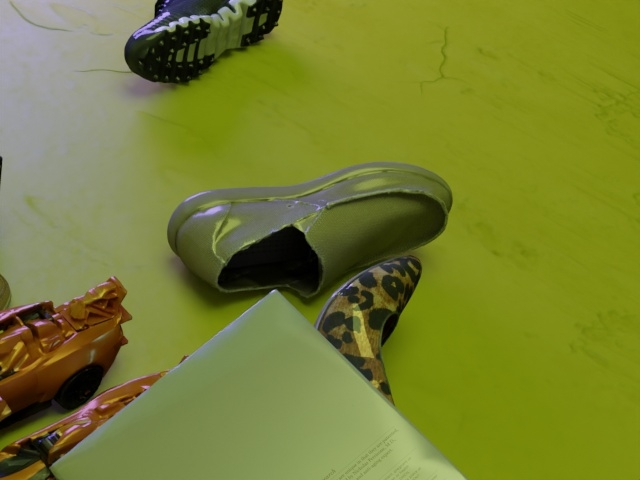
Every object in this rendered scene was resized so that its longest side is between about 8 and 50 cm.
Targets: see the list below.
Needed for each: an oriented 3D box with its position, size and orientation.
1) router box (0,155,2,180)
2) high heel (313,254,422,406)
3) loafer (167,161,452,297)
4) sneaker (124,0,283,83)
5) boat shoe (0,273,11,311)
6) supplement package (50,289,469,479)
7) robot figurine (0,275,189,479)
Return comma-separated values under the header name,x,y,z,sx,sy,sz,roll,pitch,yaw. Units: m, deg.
name,x,y,z,sx,sy,sz,roll,pitch,yaw
router box,-0.458,-0.036,1.058,0.308,0.081,0.243,22,41,7
high heel,0.064,0.129,1.042,0.186,0.093,0.261,31,53,17
loafer,0.000,0.000,1.168,0.268,0.102,0.092,-10,48,-15
sneaker,-0.147,-0.236,1.395,0.106,0.078,0.234,31,39,20
boat shoe,-0.298,0.059,1.033,0.050,0.045,0.135,30,42,15
supplement package,-0.030,0.187,0.860,0.194,0.149,0.203,-38,62,-17
robot figurine,-0.236,0.136,0.939,0.291,0.085,0.211,-25,55,-38
